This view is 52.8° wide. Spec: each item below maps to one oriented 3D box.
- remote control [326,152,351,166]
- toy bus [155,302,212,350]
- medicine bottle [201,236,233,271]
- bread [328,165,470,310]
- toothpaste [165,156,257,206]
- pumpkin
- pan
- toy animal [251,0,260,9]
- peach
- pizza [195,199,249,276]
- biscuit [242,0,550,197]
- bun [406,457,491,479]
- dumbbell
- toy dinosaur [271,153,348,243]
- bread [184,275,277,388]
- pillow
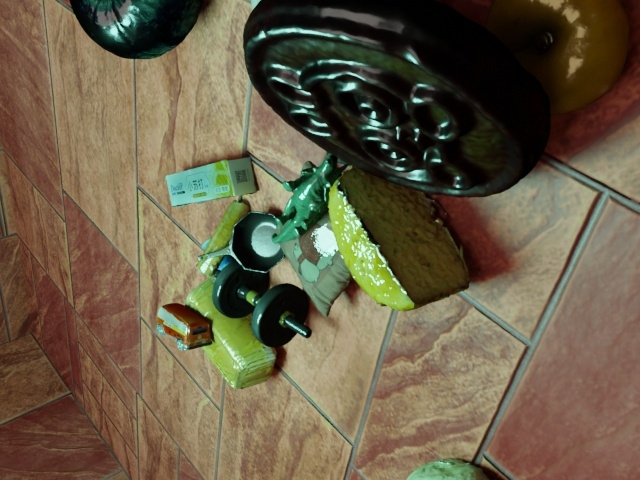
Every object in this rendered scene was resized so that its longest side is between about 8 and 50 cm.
[{"bbox_3d":[0.043,-0.149,1.166,0.091,0.016,0.034,21,128,45],"label":"remote control"},{"bbox_3d":[-0.339,0.207,1.582,0.174,0.079,0.077,21,113,46],"label":"toy bus"},{"bbox_3d":[-0.225,0.078,1.583,0.191,0.051,0.051,54,141,16],"label":"medicine bottle"},{"bbox_3d":[0.113,0.006,1.042,0.261,0.160,0.147,56,146,13],"label":"bread"},{"bbox_3d":[-0.262,-0.134,1.514,0.312,0.071,0.089,-3,101,52],"label":"toothpaste"},{"bbox_3d":[-0.368,-0.533,1.311,0.315,0.238,0.316,6,103,27],"label":"pumpkin"},{"bbox_3d":[-0.161,-0.003,1.407,0.201,0.048,0.129,9,93,18],"label":"pan"},{"bbox_3d":[0.003,-0.354,0.995,0.357,0.193,0.258,36,144,53],"label":"toy animal"},{"bbox_3d":[0.274,-0.238,0.763,0.179,0.103,0.179,30,130,43],"label":"peach"},{"bbox_3d":[-0.228,0.005,1.503,0.062,0.182,0.161,28,164,-11],"label":"pizza"},{"bbox_3d":[0.084,-0.171,0.829,0.407,0.407,0.091,14,75,47],"label":"biscuit"},{"bbox_3d":[0.237,0.513,1.147,0.243,0.153,0.244,22,122,39],"label":"bun"},{"bbox_3d":[-0.133,0.135,1.420,0.325,0.143,0.143,27,127,41],"label":"dumbbell"},{"bbox_3d":[-0.035,-0.051,1.113,0.079,0.120,0.292,45,132,7],"label":"toy dinosaur"},{"bbox_3d":[-0.224,0.230,1.601,0.288,0.119,0.153,49,142,26],"label":"bread"},{"bbox_3d":[0.000,0.000,1.235,0.223,0.084,0.236,52,140,21],"label":"pillow"}]
